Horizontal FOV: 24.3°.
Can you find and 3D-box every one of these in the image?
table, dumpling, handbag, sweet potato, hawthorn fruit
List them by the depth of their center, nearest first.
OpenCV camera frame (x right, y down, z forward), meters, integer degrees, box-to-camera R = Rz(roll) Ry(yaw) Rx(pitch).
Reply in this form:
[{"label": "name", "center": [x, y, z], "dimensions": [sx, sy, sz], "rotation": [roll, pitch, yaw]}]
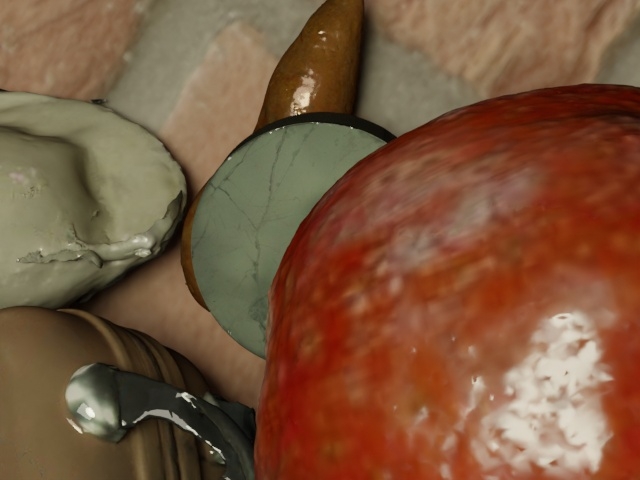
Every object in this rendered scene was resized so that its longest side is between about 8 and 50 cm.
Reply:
[{"label": "hawthorn fruit", "center": [0.108, 0.069, 0.651], "dimensions": [0.284, 0.284, 0.284], "rotation": [-2, 84, 22]}, {"label": "handbag", "center": [-0.126, 0.177, 0.750], "dimensions": [0.283, 0.149, 0.302], "rotation": [-29, 56, 30]}, {"label": "table", "center": [0.000, 0.000, 0.787], "dimensions": [0.133, 0.043, 0.133], "rotation": [1, 104, 3]}, {"label": "sweet potato", "center": [-0.021, -0.048, 0.824], "dimensions": [0.202, 0.055, 0.058], "rotation": [-60, 40, 9]}, {"label": "dumpling", "center": [-0.201, -0.023, 0.861], "dimensions": [0.247, 0.142, 0.172], "rotation": [-7, 57, -5]}]
